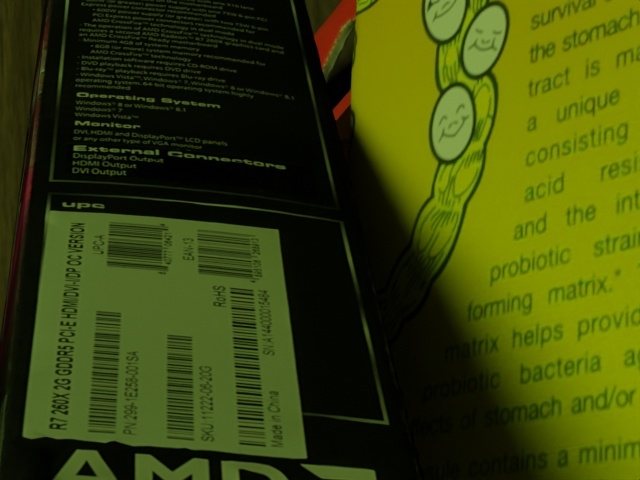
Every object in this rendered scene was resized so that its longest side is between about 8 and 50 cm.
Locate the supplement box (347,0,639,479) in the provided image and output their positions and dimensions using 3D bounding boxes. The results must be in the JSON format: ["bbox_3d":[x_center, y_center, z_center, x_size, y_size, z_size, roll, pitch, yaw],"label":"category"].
[{"bbox_3d":[0.133,0.050,0.479,0.195,0.194,0.357,-16,65,50],"label":"supplement box"}]

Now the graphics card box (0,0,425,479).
[{"bbox_3d":[-0.052,0.072,0.525,0.371,0.094,0.233,-103,21,-61],"label":"graphics card box"}]

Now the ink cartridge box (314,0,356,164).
[{"bbox_3d":[0.000,0.000,0.743,0.296,0.066,0.261,-47,43,50],"label":"ink cartridge box"}]
